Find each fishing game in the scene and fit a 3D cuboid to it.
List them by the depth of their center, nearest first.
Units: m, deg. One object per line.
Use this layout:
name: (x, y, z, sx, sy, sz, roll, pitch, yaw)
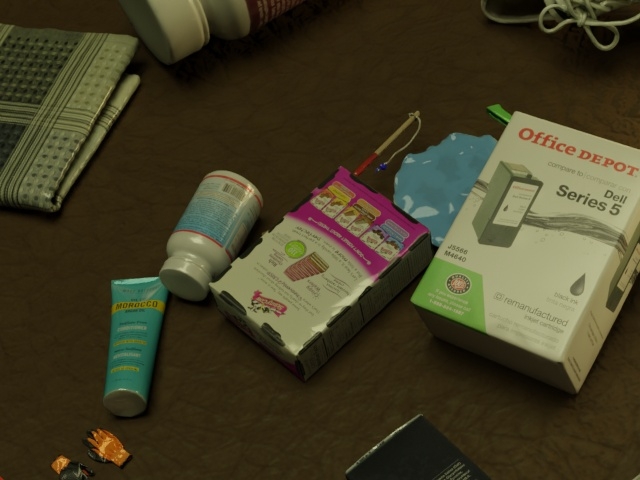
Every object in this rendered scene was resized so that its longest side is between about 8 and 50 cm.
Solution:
fishing game: (0.184, -0.059, 1.907, 0.264, 0.041, 0.189, 33, 63, 22)

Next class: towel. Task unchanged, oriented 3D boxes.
towel: (-0.440, -0.182, 2.165, 0.312, 0.056, 0.324, 9, 56, 24)

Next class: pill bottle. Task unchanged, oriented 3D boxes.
pill bottle: (-0.141, -0.005, 1.912, 0.087, 0.087, 0.160, 12, 55, 22)
pill bottle: (-0.100, -0.428, 2.158, 0.392, 0.224, 0.224, -33, 51, -14)

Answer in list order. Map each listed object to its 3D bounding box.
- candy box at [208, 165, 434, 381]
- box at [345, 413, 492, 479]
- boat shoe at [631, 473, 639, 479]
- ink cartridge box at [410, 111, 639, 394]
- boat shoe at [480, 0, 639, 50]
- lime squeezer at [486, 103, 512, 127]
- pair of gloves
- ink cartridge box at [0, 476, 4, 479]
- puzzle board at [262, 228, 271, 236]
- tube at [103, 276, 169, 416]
candy box: (0.003, 0.039, 1.841, 0.233, 0.071, 0.159, -41, 59, -18)
box: (0.137, 0.306, 1.545, 0.108, 0.153, 0.207, -36, 53, -16)
boat shoe: (0.347, 0.280, 1.526, 0.258, 0.084, 0.095, -41, 80, 23)
ink cartridge box: (0.260, 0.010, 1.745, 0.198, 0.115, 0.273, 21, 74, 28)
boat shoe: (0.344, -0.328, 1.980, 0.367, 0.136, 0.156, 9, 61, 50)
lime squeezer: (0.306, -0.062, 1.854, 0.109, 0.059, 0.310, -7, 57, -15)
pair of gloves: (-0.272, 0.260, 1.777, 0.083, 0.010, 0.074, -43, 54, -19)
ink cartridge box: (-0.516, 0.280, 1.794, 0.232, 0.066, 0.189, 29, 63, 36)
puzzle board: (0.000, 0.000, 1.924, 0.128, 0.011, 0.096, -24, 51, -6)
tube: (-0.230, 0.122, 1.861, 0.080, 0.052, 0.207, 0, 44, 1)
